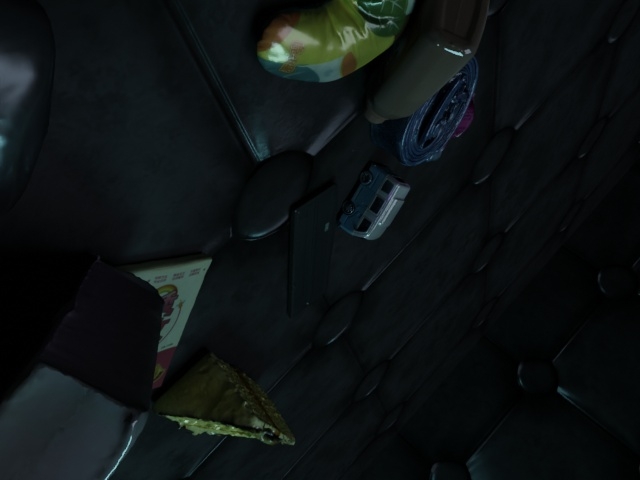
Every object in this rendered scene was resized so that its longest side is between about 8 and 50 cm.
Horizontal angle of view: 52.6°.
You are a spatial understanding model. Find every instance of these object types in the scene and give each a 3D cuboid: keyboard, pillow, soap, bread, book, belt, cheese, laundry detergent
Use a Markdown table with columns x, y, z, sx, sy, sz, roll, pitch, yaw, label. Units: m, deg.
| x | y | z | sx | sy | sz | roll | pitch | yaw | label |
| --- | --- | --- | --- | --- | --- | --- | --- | --- | --- |
| -0.009 | -0.009 | 1.015 | 0.103 | 0.041 | 0.381 | -35 | 156 | -30 | keyboard |
| 0.018 | -0.273 | 0.682 | 0.214 | 0.086 | 0.233 | -25 | 148 | -23 | pillow |
| -0.261 | 0.181 | 0.593 | 0.285 | 0.107 | 0.296 | -53 | -163 | 3 | soap |
| -0.147 | 0.276 | 1.064 | 0.178 | 0.142 | 0.266 | -9 | 152 | 7 | bread |
| -0.238 | 0.122 | 0.827 | 0.162 | 0.022 | 0.232 | -10 | 133 | -53 | book |
| 0.157 | -0.202 | 0.971 | 0.141 | 0.082 | 0.190 | 7 | 117 | -53 | belt |
| 0.228 | -0.198 | 1.137 | 0.095 | 0.038 | 0.145 | -17 | 144 | -46 | cheese |
| 0.126 | -0.250 | 0.828 | 0.237 | 0.076 | 0.171 | 141 | -33 | -67 | laundry detergent |

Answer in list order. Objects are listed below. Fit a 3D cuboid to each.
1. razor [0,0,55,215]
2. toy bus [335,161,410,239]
| x | y | z | sx | sy | sz | roll | pitch | yaw | label |
| --- | --- | --- | --- | --- | --- | --- | --- | --- | --- |
| -0.322 | -0.081 | 0.341 | 0.349 | 0.113 | 0.204 | -9 | 132 | -56 | razor |
| 0.087 | -0.057 | 1.051 | 0.060 | 0.075 | 0.123 | 2 | 122 | -58 | toy bus |
